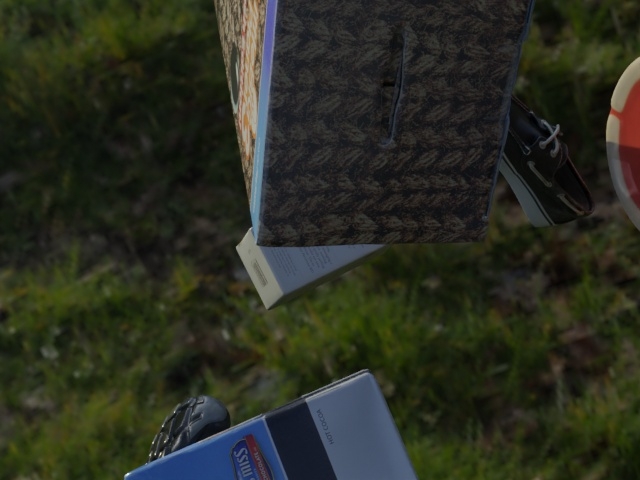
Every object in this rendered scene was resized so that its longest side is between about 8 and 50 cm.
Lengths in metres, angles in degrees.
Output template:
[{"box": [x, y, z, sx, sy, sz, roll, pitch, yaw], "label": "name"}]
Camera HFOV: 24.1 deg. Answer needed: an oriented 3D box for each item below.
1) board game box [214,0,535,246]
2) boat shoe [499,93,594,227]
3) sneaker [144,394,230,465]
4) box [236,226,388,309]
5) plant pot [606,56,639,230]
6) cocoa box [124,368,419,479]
[{"box": [0.020, -0.176, 0.919, 0.141, 0.232, 0.291, -1, 40, -10], "label": "board game box"}, {"box": [0.221, -0.098, 1.555, 0.070, 0.219, 0.078, -9, 50, 31], "label": "boat shoe"}, {"box": [-0.144, 0.262, 1.544, 0.267, 0.106, 0.101, -57, 13, 34], "label": "sneaker"}, {"box": [0.000, 0.000, 1.794, 0.170, 0.091, 0.130, -26, -5, -15], "label": "box"}, {"box": [0.434, -0.101, 1.470, 0.243, 0.275, 0.275, -10, 23, -23], "label": "plant pot"}, {"box": [0.013, 0.328, 1.260, 0.228, 0.231, 0.347, -23, 70, -1], "label": "cocoa box"}]
